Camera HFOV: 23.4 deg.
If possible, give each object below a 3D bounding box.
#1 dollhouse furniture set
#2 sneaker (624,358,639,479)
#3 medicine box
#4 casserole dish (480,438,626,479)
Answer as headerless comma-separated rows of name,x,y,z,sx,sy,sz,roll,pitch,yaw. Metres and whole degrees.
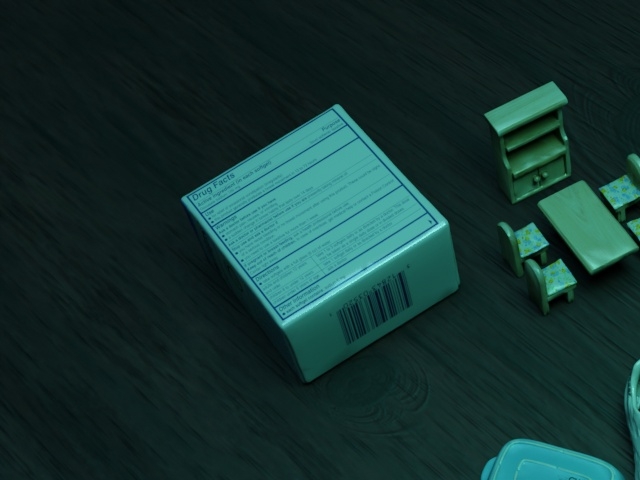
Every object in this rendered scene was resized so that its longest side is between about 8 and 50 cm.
dollhouse furniture set,0.331,-0.067,2.079,0.212,0.161,0.242,-26,52,-7
sneaker,0.414,0.254,1.855,0.090,0.095,0.235,-15,53,0
medicine box,0.000,0.000,2.117,0.263,0.149,0.289,-32,52,-11
casserole dish,0.285,0.301,1.888,0.188,0.037,0.114,15,58,22
